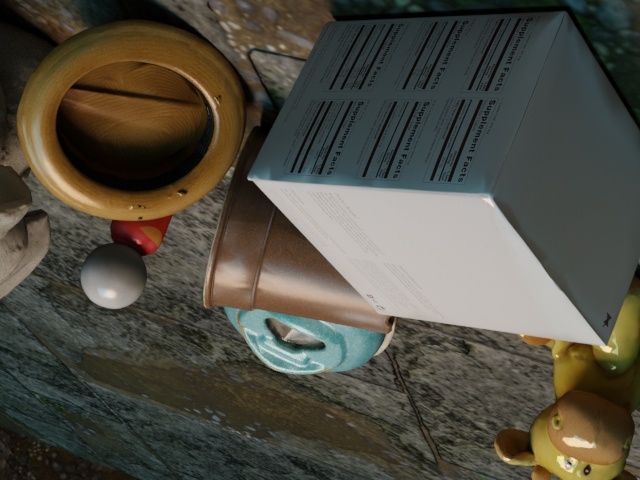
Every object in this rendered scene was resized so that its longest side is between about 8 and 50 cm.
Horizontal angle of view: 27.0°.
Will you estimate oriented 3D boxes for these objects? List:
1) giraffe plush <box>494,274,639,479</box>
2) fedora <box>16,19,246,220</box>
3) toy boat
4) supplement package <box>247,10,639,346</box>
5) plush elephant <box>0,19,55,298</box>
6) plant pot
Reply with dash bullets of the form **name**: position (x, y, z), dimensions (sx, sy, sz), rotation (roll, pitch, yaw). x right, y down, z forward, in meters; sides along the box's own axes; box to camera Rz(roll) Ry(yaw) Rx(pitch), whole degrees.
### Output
- **giraffe plush**: position (0.240, 0.138, 1.190), dimensions (0.181, 0.170, 0.210), rotation (13, 155, 28)
- **fedora**: position (-0.161, -0.109, 1.125), dimensions (0.194, 0.194, 0.079), rotation (41, -172, -34)
- **toy boat**: position (-0.080, 0.054, 1.374), dimensions (0.318, 0.148, 0.267), rotation (24, 159, 1)
- **supplement package**: position (0.102, -0.044, 0.946), dimensions (0.203, 0.149, 0.194), rotation (6, 152, 40)
- **plush elephant**: position (-0.340, -0.067, 1.227), dimensions (0.330, 0.255, 0.272), rotation (24, 159, 3)
- **plant pot**: position (0.000, 0.000, 1.170), dimensions (0.165, 0.167, 0.167), rotation (15, 158, 3)
